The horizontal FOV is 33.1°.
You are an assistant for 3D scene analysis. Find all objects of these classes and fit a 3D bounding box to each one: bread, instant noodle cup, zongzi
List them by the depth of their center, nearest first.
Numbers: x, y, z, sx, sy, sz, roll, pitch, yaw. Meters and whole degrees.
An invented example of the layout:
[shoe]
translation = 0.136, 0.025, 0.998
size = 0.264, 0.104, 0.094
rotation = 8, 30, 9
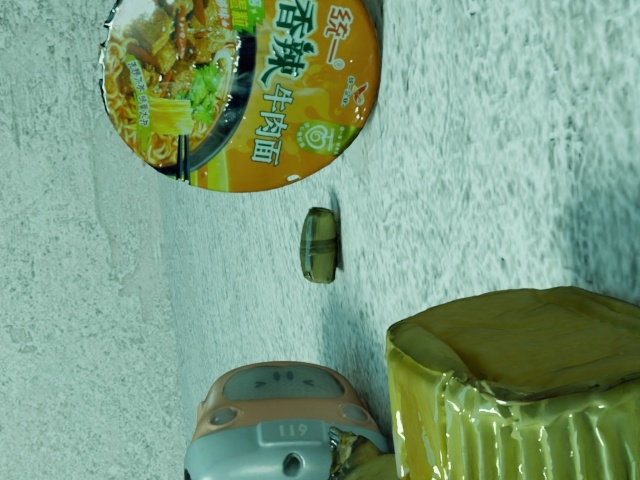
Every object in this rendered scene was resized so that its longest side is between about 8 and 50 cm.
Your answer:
[bread]
translation = 0.106, 0.089, 0.511
size = 0.190, 0.132, 0.114
rotation = -167, 70, -77
[instant noodle cup]
translation = -0.073, -0.184, 0.940
size = 0.182, 0.230, 0.230
rotation = -99, 11, -53
[zongzi]
translation = 0.000, 0.000, 1.081
size = 0.083, 0.040, 0.076
rotation = -78, -9, -81

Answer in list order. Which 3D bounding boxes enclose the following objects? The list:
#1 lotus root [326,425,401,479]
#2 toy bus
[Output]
[lotus root]
translation = 0.051, 0.232, 0.803
size = 0.118, 0.125, 0.221
rotation = 53, -164, -64
[toy bus]
translation = -0.034, 0.241, 1.043
size = 0.232, 0.194, 0.288
rotation = -96, 7, -55
